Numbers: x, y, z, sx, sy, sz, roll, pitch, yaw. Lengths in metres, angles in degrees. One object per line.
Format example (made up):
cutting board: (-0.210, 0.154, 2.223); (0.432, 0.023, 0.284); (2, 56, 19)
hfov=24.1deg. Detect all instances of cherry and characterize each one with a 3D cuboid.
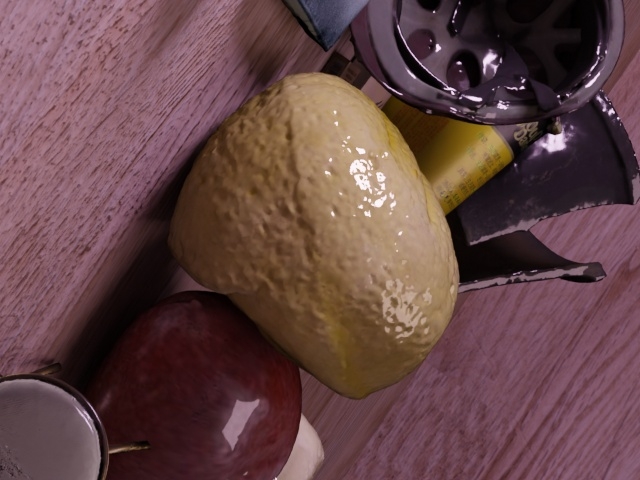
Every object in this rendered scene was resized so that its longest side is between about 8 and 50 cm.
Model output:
cherry: (-0.133, 0.172, 1.573); (0.261, 0.221, 0.307); (-41, 157, -40)

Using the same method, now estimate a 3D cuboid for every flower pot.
flower pot: (0.230, -0.080, 2.091); (0.251, 0.379, 0.379); (-25, 154, -23)

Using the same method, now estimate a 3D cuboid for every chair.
chair: (-0.267, 0.181, 1.301); (0.160, 0.170, 0.326); (-51, 172, -6)

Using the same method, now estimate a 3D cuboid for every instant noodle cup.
instant noodle cup: (0.150, -0.134, 1.870); (0.236, 0.215, 0.215); (-46, 166, -2)

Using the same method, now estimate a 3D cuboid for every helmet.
helmet: (0.162, -0.238, 1.601); (0.177, 0.305, 0.225); (-148, -111, -83)

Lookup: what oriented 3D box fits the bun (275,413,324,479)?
bun: (-0.154, 0.324, 1.824); (0.352, 0.227, 0.349); (-57, 174, -40)

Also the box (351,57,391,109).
box: (0.034, -0.152, 1.753); (0.247, 0.033, 0.129); (-54, 166, -4)

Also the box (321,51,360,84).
box: (0.008, -0.165, 1.657); (0.083, 0.024, 0.053); (-57, 166, 5)

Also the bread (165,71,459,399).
bread: (0.009, -0.008, 1.457); (0.237, 0.320, 0.320); (-43, 169, 12)

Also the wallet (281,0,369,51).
wallet: (0.091, -0.355, 1.414); (0.379, 0.046, 0.191); (-53, 159, -3)
